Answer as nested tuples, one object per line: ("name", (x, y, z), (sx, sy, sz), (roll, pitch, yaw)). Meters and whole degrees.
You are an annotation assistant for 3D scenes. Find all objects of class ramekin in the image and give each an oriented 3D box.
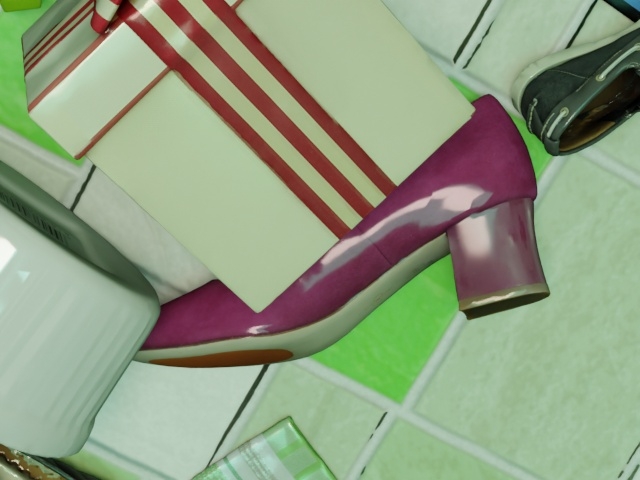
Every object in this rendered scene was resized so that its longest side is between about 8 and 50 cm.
("ramekin", (-0.255, 0.027, 0.908), (0.277, 0.277, 0.135), (38, 90, -12))

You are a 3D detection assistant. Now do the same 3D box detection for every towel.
("towel", (-0.059, 0.246, 1.096), (0.152, 0.023, 0.113), (-35, 104, 4))

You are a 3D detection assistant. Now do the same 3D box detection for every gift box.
("gift box", (-0.063, -0.154, 0.886), (0.276, 0.255, 0.258), (-46, 116, 1))

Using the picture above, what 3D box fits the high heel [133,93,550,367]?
("high heel", (0.000, 0.000, 1.023), (0.377, 0.127, 0.181), (-11, 75, 2))

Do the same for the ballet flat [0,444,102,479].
("ballet flat", (-0.252, 0.235, 1.041), (0.280, 0.096, 0.095), (36, 97, -12))

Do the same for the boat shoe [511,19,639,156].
("boat shoe", (0.281, -0.142, 0.992), (0.233, 0.079, 0.084), (-25, 134, 3))

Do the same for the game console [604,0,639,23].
("game console", (0.276, -0.253, 0.975), (0.144, 0.124, 0.085), (32, 72, -11))

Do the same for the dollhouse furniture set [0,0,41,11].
("dollhouse furniture set", (-0.263, -0.224, 0.936), (0.152, 0.076, 0.058), (-10, 147, -10))
